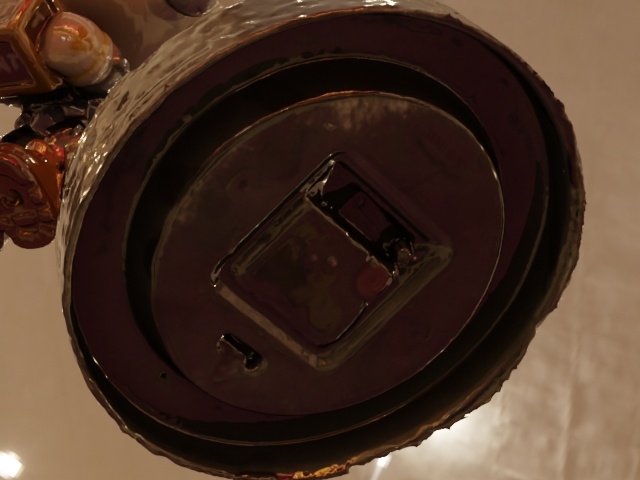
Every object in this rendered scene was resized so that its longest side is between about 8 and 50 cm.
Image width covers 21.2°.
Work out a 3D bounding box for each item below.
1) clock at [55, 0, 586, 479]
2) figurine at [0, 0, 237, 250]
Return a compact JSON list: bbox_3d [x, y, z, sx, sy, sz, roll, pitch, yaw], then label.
[{"bbox_3d":[0.000,0.000,0.877,0.280,0.055,0.280,-11,-56,-16],"label":"clock"},{"bbox_3d":[-0.193,-0.151,1.378,0.261,0.382,0.186,1,-52,25],"label":"figurine"}]
